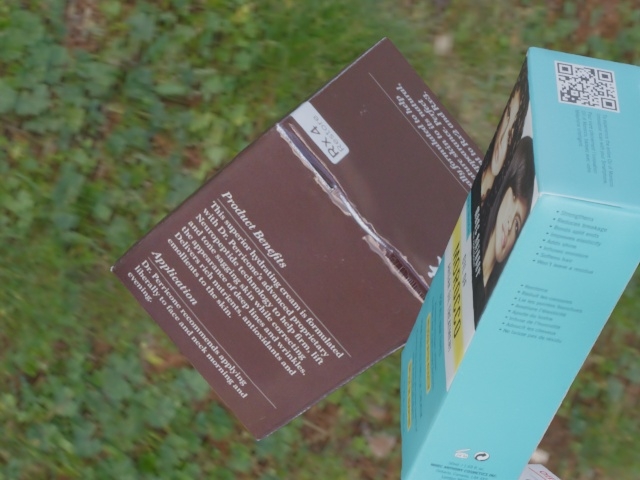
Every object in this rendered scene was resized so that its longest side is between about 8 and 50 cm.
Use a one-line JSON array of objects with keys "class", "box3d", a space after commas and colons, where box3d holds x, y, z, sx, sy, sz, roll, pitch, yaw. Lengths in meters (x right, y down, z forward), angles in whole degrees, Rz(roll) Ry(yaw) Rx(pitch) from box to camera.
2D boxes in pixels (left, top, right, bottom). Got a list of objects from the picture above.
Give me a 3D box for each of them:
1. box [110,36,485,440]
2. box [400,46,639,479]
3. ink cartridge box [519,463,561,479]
[{"class": "box", "box3d": [0.000, 0.000, 1.201, 0.168, 0.203, 0.167, 51, 38, -4]}, {"class": "box", "box3d": [0.099, 0.027, 0.867, 0.060, 0.100, 0.244, 10, 137, -8]}, {"class": "ink cartridge box", "box3d": [0.183, 0.261, 1.602, 0.198, 0.115, 0.067, 5, 108, -32]}]
